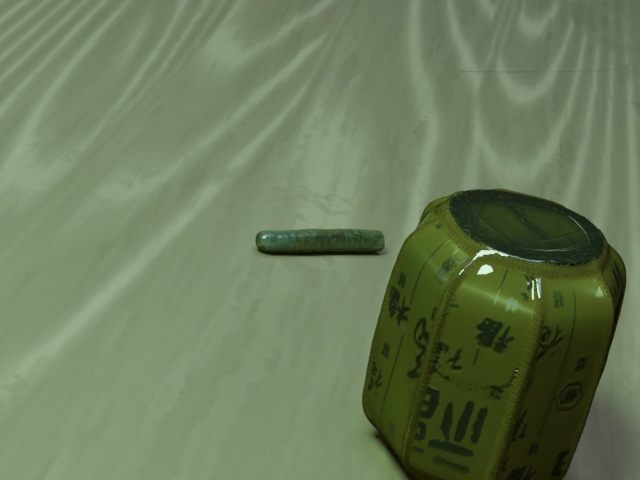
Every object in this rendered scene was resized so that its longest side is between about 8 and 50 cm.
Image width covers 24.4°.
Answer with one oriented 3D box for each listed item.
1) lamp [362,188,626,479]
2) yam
[{"bbox_3d":[0.114,0.068,0.976,0.161,0.185,0.161,10,25,-5],"label":"lamp"},{"bbox_3d":[0.000,0.000,1.230,0.116,0.021,0.021,0,30,-26],"label":"yam"}]
